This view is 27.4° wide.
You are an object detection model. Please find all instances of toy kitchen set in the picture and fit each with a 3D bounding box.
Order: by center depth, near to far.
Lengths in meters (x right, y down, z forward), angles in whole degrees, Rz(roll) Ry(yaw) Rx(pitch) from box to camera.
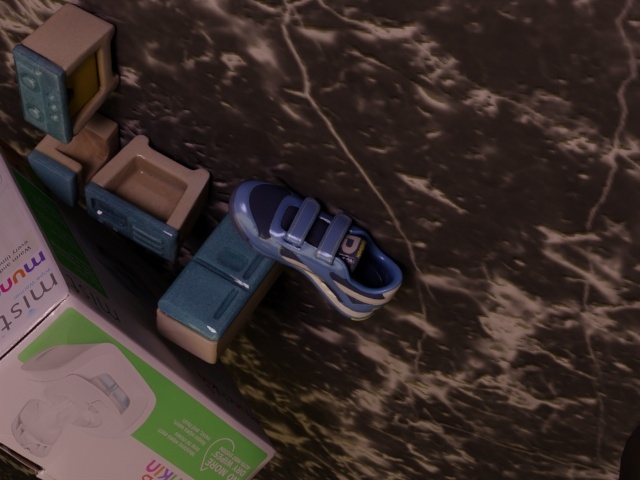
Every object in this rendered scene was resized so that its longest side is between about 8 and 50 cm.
[{"bbox_3d":[-0.128,-0.041,0.941,0.207,0.122,0.166,28,150,11],"label":"toy kitchen set"}]

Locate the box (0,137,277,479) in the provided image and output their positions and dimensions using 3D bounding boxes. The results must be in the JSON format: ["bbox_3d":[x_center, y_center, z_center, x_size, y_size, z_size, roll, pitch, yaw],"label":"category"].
[{"bbox_3d":[-0.191,0.080,1.024,0.262,0.127,0.231,46,-177,-43],"label":"box"}]

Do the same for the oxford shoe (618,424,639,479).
[{"bbox_3d":[0.258,0.184,0.951,0.076,0.076,0.212,2,145,-4],"label":"oxford shoe"}]

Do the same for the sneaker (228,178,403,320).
[{"bbox_3d":[0.000,0.000,0.944,0.144,0.053,0.059,35,152,-17],"label":"sneaker"}]
